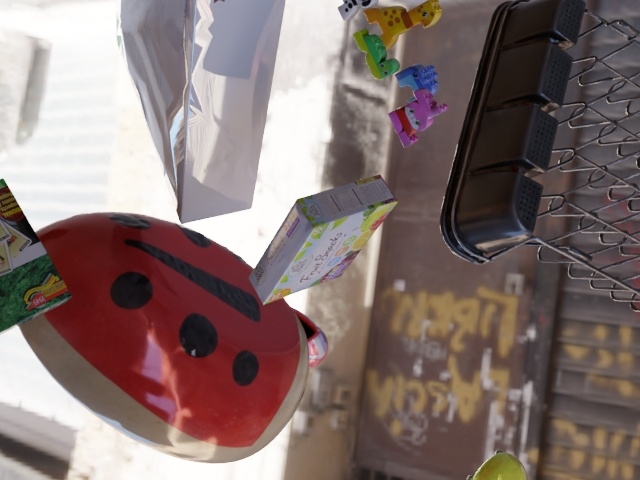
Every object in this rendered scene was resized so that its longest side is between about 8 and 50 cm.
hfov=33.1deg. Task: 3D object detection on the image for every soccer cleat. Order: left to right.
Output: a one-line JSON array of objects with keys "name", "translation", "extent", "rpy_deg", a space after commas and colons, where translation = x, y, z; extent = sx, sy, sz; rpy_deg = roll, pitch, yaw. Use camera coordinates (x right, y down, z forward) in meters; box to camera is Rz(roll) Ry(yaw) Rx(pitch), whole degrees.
[{"name": "soccer cleat", "translation": [-0.092, 0.104, 1.623], "extent": [0.248, 0.083, 0.095], "rpy_deg": [33, 154, 20]}, {"name": "soccer cleat", "translation": [0.260, 0.386, 1.405], "extent": [0.093, 0.289, 0.121], "rpy_deg": [-31, -138, -19]}]

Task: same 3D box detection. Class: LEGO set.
[{"name": "LEGO set", "translation": [0.108, -0.244, 1.320], "extent": [0.093, 0.227, 0.087], "rpy_deg": [-23, -174, 36]}]

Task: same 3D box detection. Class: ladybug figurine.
[{"name": "ladybug figurine", "translation": [-0.172, 0.102, 1.312], "extent": [0.162, 0.305, 0.449], "rpy_deg": [-34, 137, 27]}]

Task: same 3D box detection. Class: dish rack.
[{"name": "dish rack", "translation": [0.232, -0.045, 0.803], "extent": [0.272, 0.208, 0.074], "rpy_deg": [25, 162, -25]}]

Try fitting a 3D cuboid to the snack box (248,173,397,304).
[{"name": "snack box", "translation": [0.000, 0.000, 1.027], "extent": [0.100, 0.037, 0.141], "rpy_deg": [-17, 156, -33]}]

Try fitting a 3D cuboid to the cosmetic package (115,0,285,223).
[{"name": "cosmetic package", "translation": [-0.138, -0.239, 1.124], "extent": [0.098, 0.284, 0.377], "rpy_deg": [-11, 151, -16]}]

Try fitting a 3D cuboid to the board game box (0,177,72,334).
[{"name": "board game box", "translation": [-0.363, 0.049, 0.957], "extent": [0.260, 0.136, 0.030], "rpy_deg": [-30, 180, -39]}]
